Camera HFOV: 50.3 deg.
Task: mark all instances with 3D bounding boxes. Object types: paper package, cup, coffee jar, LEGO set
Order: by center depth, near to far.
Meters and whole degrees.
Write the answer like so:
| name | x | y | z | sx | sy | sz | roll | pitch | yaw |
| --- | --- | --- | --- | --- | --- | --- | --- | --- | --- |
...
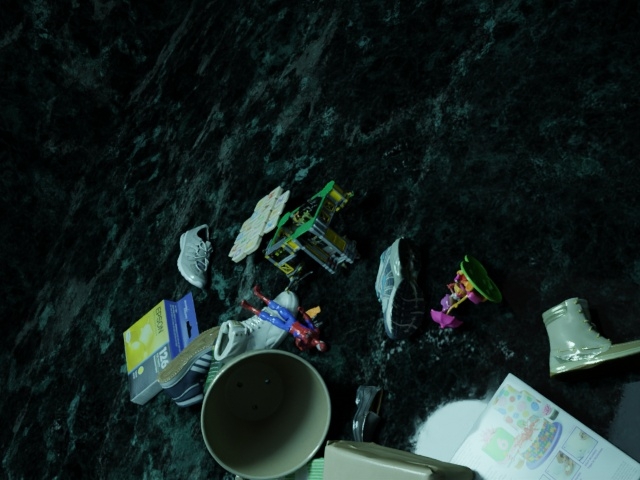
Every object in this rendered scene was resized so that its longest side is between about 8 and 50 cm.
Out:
| name | x | y | z | sx | sy | sz | roll | pitch | yaw |
| --- | --- | --- | --- | --- | --- | --- | --- | --- | --- |
| paper package | 0.148 | 0.606 | 1.412 | 0.309 | 0.168 | 0.325 | -4 | 77 | 47 |
| cup | -0.160 | 0.428 | 1.812 | 0.331 | 0.331 | 0.237 | -59 | 15 | -4 |
| LEGO set | 0.000 | 0.000 | 2.036 | 0.331 | 0.192 | 0.255 | -36 | 23 | 35 |
| coffee jar | -0.295 | 0.390 | 2.090 | 0.079 | 0.096 | 0.184 | -19 | 54 | 40 |

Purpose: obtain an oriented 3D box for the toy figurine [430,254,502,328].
| name | x | y | z | sx | sy | sz | roll | pitch | yaw |
| --- | --- | --- | --- | --- | --- | --- | --- | --- | --- |
| toy figurine | 0.335 | 0.138 | 1.662 | 0.159 | 0.130 | 0.173 | -47 | 19 | 23 |

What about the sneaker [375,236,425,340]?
| name | x | y | z | sx | sy | sz | roll | pitch | yaw |
| --- | --- | --- | --- | --- | --- | --- | --- | --- | --- |
| sneaker | 0.202 | 0.137 | 1.800 | 0.122 | 0.110 | 0.283 | -32 | 41 | 49 |

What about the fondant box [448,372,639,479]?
| name | x | y | z | sx | sy | sz | roll | pitch | yaw |
| --- | --- | --- | --- | --- | --- | --- | --- | --- | --- |
| fondant box | 0.447 | 0.456 | 1.349 | 0.238 | 0.096 | 0.330 | -56 | 42 | 1 |

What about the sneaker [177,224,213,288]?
| name | x | y | z | sx | sy | sz | roll | pitch | yaw |
| --- | --- | --- | --- | --- | --- | --- | --- | --- | --- |
| sneaker | -0.440 | 0.047 | 2.438 | 0.115 | 0.105 | 0.281 | -37 | 44 | 20 |

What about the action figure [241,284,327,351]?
| name | x | y | z | sx | sy | sz | roll | pitch | yaw |
| --- | --- | --- | --- | --- | --- | --- | --- | --- | --- |
| action figure | -0.097 | 0.219 | 1.924 | 0.280 | 0.139 | 0.091 | 33 | 68 | 16 |

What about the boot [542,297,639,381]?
| name | x | y | z | sx | sy | sz | roll | pitch | yaw |
| --- | --- | --- | --- | --- | --- | --- | --- | --- | --- |
| boot | 0.571 | 0.193 | 1.417 | 0.213 | 0.077 | 0.165 | -23 | 49 | 33 |

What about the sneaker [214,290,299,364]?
| name | x | y | z | sx | sy | sz | roll | pitch | yaw |
| --- | --- | --- | --- | --- | --- | --- | --- | --- | --- |
| sneaker | -0.194 | 0.256 | 2.027 | 0.108 | 0.169 | 0.292 | 28 | 84 | 50 |

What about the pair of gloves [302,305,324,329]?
| name | x | y | z | sx | sy | sz | roll | pitch | yaw |
| --- | --- | --- | --- | --- | --- | --- | --- | --- | --- |
| pair of gloves | -0.023 | 0.237 | 1.996 | 0.074 | 0.010 | 0.083 | -34 | 47 | 23 |

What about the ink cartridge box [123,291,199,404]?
| name | x | y | z | sx | sy | sz | roll | pitch | yaw |
| --- | --- | --- | --- | --- | --- | --- | --- | --- | --- |
| ink cartridge box | -0.557 | 0.364 | 2.377 | 0.307 | 0.072 | 0.303 | -41 | 43 | 19 |

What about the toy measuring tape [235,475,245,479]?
| name | x | y | z | sx | sy | sz | roll | pitch | yaw |
| --- | --- | --- | --- | --- | --- | --- | --- | --- | --- |
| toy measuring tape | -0.275 | 0.735 | 1.771 | 0.121 | 0.121 | 0.330 | 28 | 110 | 49 |

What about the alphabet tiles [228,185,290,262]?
| name | x | y | z | sx | sy | sz | roll | pitch | yaw |
| --- | --- | --- | --- | --- | --- | --- | --- | --- | --- |
| alphabet tiles | -0.208 | -0.057 | 2.274 | 0.278 | 0.021 | 0.284 | -31 | 30 | 44 |

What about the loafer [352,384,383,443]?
| name | x | y | z | sx | sy | sz | roll | pitch | yaw |
| --- | --- | --- | --- | --- | --- | --- | --- | --- | --- |
| loafer | 0.120 | 0.441 | 1.694 | 0.061 | 0.062 | 0.170 | -14 | 57 | 32 |

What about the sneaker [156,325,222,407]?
| name | x | y | z | sx | sy | sz | roll | pitch | yaw |
| --- | --- | --- | --- | --- | --- | --- | --- | --- | --- |
| sneaker | -0.376 | 0.407 | 2.171 | 0.099 | 0.153 | 0.282 | 8 | 40 | 48 |

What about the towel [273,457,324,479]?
| name | x | y | z | sx | sy | sz | roll | pitch | yaw |
| --- | --- | --- | --- | --- | --- | --- | --- | --- | --- |
| towel | -0.070 | 0.679 | 1.738 | 0.325 | 0.038 | 0.248 | -17 | 55 | 36 |
